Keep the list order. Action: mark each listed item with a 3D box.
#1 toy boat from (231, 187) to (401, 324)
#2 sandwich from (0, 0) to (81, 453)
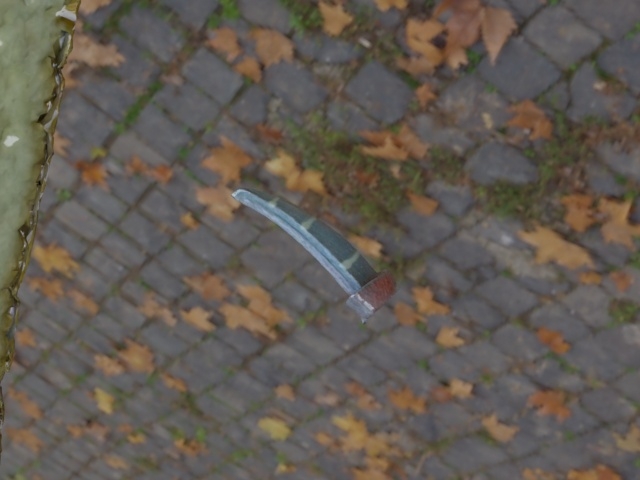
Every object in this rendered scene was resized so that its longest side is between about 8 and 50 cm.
[{"bbox_3d":[0.000,-0.001,0.806,0.122,0.034,0.096,45,-169,4],"label":"toy boat"},{"bbox_3d":[-0.224,0.019,0.433,0.099,0.271,0.301,29,117,32],"label":"sandwich"}]
